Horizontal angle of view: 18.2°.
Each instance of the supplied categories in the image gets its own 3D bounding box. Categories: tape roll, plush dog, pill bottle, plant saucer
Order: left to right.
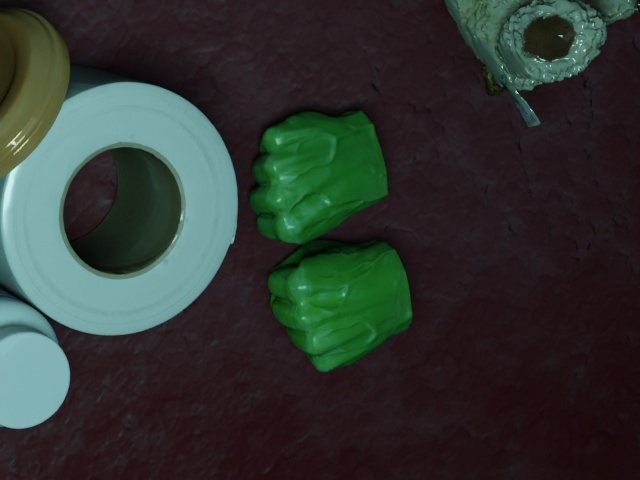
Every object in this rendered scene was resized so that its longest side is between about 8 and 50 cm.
[{"bbox_3d":[-0.325,-0.136,1.854,0.200,0.200,0.037,-55,140,-8],"label":"plant saucer"},{"bbox_3d":[-0.321,0.107,1.895,0.124,0.221,0.124,-6,104,-27],"label":"pill bottle"},{"bbox_3d":[-0.224,-0.043,1.947,0.246,0.169,0.246,-6,103,-27],"label":"tape roll"},{"bbox_3d":[0.263,-0.269,2.160,0.225,0.262,0.210,-33,148,-8],"label":"plush dog"}]

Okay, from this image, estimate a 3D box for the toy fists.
[{"bbox_3d":[0.000,0.000,2.125,0.142,0.096,0.279,-22,109,-34],"label":"toy fists"}]
